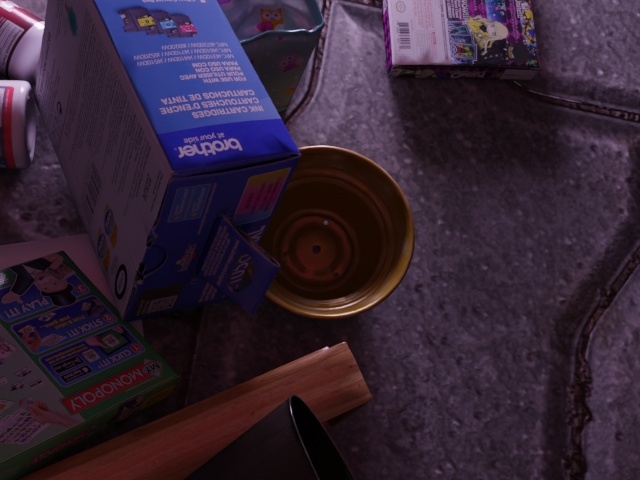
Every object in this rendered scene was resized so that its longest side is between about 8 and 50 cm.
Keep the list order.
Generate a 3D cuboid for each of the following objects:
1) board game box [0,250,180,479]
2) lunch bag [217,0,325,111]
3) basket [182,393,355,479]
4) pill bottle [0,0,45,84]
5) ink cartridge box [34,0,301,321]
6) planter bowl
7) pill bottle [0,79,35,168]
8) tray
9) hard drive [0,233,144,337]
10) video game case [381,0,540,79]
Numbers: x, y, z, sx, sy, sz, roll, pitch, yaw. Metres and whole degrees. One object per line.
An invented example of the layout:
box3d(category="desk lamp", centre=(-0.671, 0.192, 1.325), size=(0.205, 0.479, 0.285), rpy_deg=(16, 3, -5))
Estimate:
box3d(category="board game box", centre=(-0.325, 0.131, 0.945), size=(0.213, 0.046, 0.317), rpy_deg=(44, 36, 19))
box3d(category="lunch bag", centre=(-0.114, -0.307, 1.180), size=(0.160, 0.223, 0.262), rpy_deg=(-14, 74, -19))
box3d(category="basket", centre=(-0.074, 0.284, 0.873), size=(0.227, 0.154, 0.204), rpy_deg=(-30, 94, 5))
box3d(category="pill bottle", centre=(-0.387, -0.250, 1.191), size=(0.152, 0.086, 0.086), rpy_deg=(31, 71, 1))
box3d(category="ink cartridge box", centre=(-0.172, -0.100, 1.030), size=(0.151, 0.270, 0.395), rpy_deg=(-11, 61, -29))
box3d(category="planter bowl", centre=(0.000, 0.000, 1.170), size=(0.217, 0.090, 0.217), rpy_deg=(3, 73, -8))
box3d(category="pill bottle", centre=(-0.439, -0.140, 1.137), size=(0.180, 0.108, 0.108), rpy_deg=(1, 72, -8))
box3d(category="tray", centre=(-0.160, 0.232, 1.011), size=(0.411, 0.203, 0.076), rpy_deg=(-22, 77, -15))
box3d(category="hard drive", centre=(-0.363, 0.105, 1.107), size=(0.307, 0.040, 0.203), rpy_deg=(-9, 74, -11))
box3d(category="video game case", centre=(0.189, -0.337, 1.332), size=(0.210, 0.042, 0.232), rpy_deg=(-1, 73, -9))
